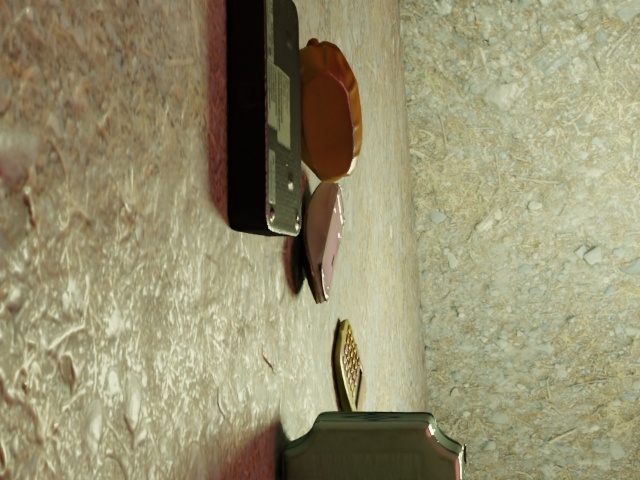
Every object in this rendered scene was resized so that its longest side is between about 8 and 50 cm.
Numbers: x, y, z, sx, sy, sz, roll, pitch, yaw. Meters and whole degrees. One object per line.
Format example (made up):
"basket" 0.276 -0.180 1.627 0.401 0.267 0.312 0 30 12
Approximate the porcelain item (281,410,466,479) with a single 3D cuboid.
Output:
"porcelain item" 0.086 0.408 1.416 0.157 0.285 0.282 26 62 -80

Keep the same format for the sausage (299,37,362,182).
"sausage" 0.007 -0.213 1.504 0.136 0.120 0.241 -100 -179 -57

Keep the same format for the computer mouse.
"computer mouse" 0.000 0.000 1.598 0.245 0.056 0.126 -80 164 -45

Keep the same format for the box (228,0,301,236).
"box" -0.073 -0.181 1.269 0.211 0.058 0.350 7 81 -77

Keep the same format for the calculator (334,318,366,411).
"calculator" 0.060 0.276 1.928 0.157 0.033 0.237 -75 158 -51
